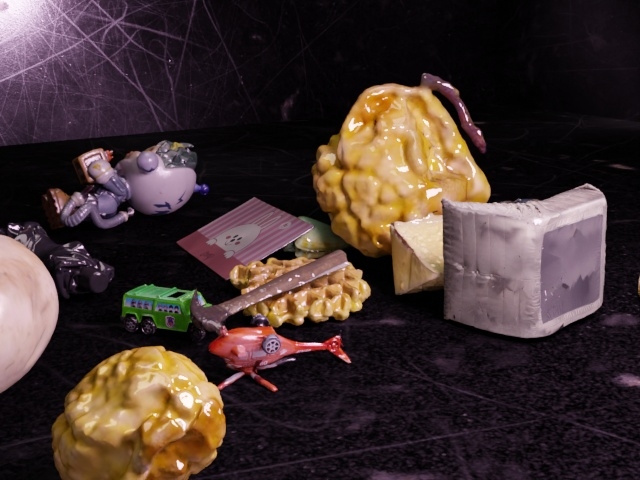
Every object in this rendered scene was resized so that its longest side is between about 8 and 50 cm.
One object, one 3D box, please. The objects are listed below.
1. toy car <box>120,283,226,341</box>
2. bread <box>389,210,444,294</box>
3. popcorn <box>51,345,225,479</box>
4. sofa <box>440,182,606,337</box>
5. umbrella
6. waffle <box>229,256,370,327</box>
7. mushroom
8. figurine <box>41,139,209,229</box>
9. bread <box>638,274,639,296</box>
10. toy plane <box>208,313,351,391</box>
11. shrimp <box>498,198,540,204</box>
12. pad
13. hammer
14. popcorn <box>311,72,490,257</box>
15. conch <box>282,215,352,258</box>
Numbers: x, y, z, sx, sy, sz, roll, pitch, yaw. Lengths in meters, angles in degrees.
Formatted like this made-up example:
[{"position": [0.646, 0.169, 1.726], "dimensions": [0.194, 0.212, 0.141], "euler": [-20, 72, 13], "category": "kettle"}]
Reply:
[{"position": [-0.226, 0.108, 1.352], "dimensions": [0.165, 0.062, 0.071], "euler": [5, 16, 24], "category": "toy car"}, {"position": [0.251, 0.025, 1.491], "dimensions": [0.266, 0.141, 0.178], "euler": [-3, 46, -23], "category": "bread"}, {"position": [-0.180, 0.192, 0.881], "dimensions": [0.180, 0.170, 0.180], "euler": [-28, -12, -7], "category": "popcorn"}, {"position": [0.317, 0.025, 1.353], "dimensions": [0.225, 0.210, 0.176], "euler": [-19, 21, -40], "category": "sofa"}, {"position": [-0.469, 0.039, 1.568], "dimensions": [0.272, 0.122, 0.110], "euler": [15, 66, 37], "category": "umbrella"}, {"position": [-0.046, 0.082, 1.452], "dimensions": [0.249, 0.056, 0.253], "euler": [4, 18, 17], "category": "waffle"}, {"position": [-0.537, 0.072, 1.124], "dimensions": [0.353, 0.353, 0.325], "euler": [-18, -9, -46], "category": "mushroom"}, {"position": [-0.456, -0.134, 2.064], "dimensions": [0.382, 0.186, 0.261], "euler": [-17, 10, -29], "category": "figurine"}, {"position": [0.575, 0.075, 1.403], "dimensions": [0.118, 0.064, 0.156], "euler": [-3, 16, -12], "category": "bread"}, {"position": [-0.052, 0.149, 1.182], "dimensions": [0.194, 0.077, 0.126], "euler": [7, 23, -3], "category": "toy plane"}, {"position": [0.391, -0.058, 1.914], "dimensions": [0.178, 0.075, 0.289], "euler": [-5, 14, 18], "category": "shrimp"}, {"position": [-0.157, -0.011, 1.751], "dimensions": [0.202, 0.005, 0.300], "euler": [-32, 25, -16], "category": "pad"}, {"position": [-0.067, 0.073, 1.344], "dimensions": [0.297, 0.027, 0.125], "euler": [-22, 41, -36], "category": "hammer"}, {"position": [0.167, -0.132, 1.663], "dimensions": [0.349, 0.381, 0.349], "euler": [15, 32, -9], "category": "popcorn"}, {"position": [0.000, 0.000, 1.732], "dimensions": [0.170, 0.079, 0.105], "euler": [4, 30, -8], "category": "conch"}]
